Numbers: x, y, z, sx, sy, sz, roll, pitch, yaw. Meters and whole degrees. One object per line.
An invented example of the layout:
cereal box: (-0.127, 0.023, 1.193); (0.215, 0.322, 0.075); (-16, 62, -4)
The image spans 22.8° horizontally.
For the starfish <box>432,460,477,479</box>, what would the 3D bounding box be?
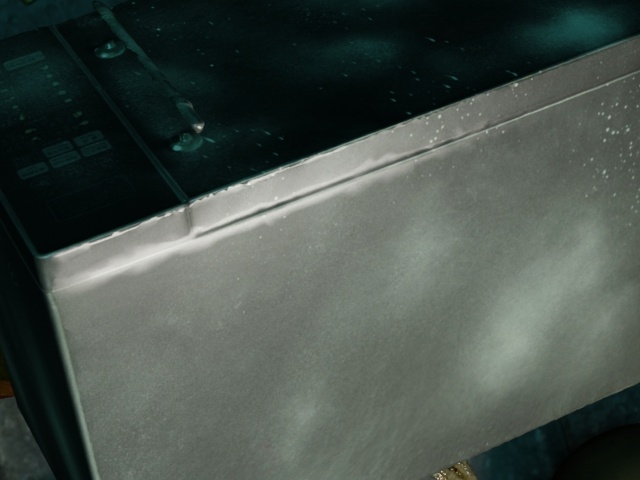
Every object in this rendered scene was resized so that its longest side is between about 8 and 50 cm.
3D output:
starfish: (0.036, 0.160, 1.341); (0.240, 0.043, 0.227); (-41, 104, 11)

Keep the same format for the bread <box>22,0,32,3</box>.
bread: (-0.257, -0.286, 1.347); (0.074, 0.084, 0.139); (-27, 60, -4)

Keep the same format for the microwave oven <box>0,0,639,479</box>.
microwave oven: (0.000, 0.000, 1.089); (0.432, 0.236, 0.374); (-20, 130, -18)

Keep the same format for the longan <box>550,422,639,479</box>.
longan: (0.273, 0.244, 1.288); (0.212, 0.198, 0.198); (-17, 90, 28)

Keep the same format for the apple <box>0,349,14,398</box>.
apple: (-0.253, 0.009, 1.249); (0.188, 0.211, 0.211); (42, 86, -27)
